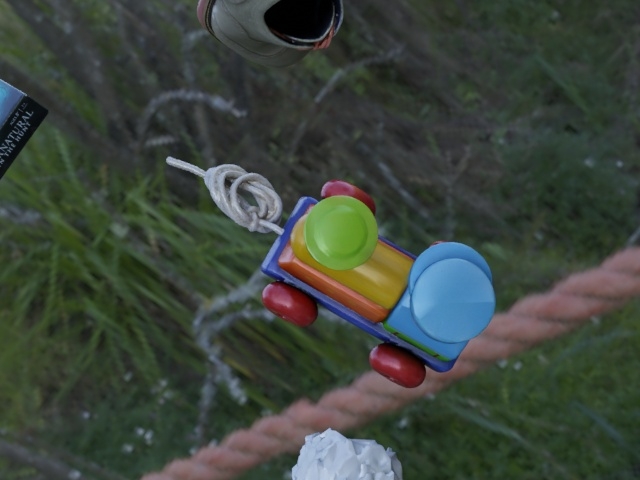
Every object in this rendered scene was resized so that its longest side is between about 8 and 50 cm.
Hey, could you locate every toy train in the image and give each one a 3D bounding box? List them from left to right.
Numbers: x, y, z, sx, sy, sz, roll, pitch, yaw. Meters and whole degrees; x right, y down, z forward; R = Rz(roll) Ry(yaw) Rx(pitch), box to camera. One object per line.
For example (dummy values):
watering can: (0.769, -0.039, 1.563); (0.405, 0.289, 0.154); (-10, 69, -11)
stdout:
toy train: (0.000, 0.000, 0.884); (0.105, 0.248, 0.143); (-60, 0, -9)

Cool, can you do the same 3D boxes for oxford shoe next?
oxford shoe: (-0.042, -0.219, 1.288); (0.123, 0.130, 0.348); (-40, -12, 0)

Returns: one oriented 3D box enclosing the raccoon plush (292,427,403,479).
raccoon plush: (-0.078, 0.338, 0.745); (0.299, 0.216, 0.446); (10, -103, -71)

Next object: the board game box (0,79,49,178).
board game box: (-0.281, -0.038, 0.944); (0.126, 0.026, 0.186); (29, 82, 47)
